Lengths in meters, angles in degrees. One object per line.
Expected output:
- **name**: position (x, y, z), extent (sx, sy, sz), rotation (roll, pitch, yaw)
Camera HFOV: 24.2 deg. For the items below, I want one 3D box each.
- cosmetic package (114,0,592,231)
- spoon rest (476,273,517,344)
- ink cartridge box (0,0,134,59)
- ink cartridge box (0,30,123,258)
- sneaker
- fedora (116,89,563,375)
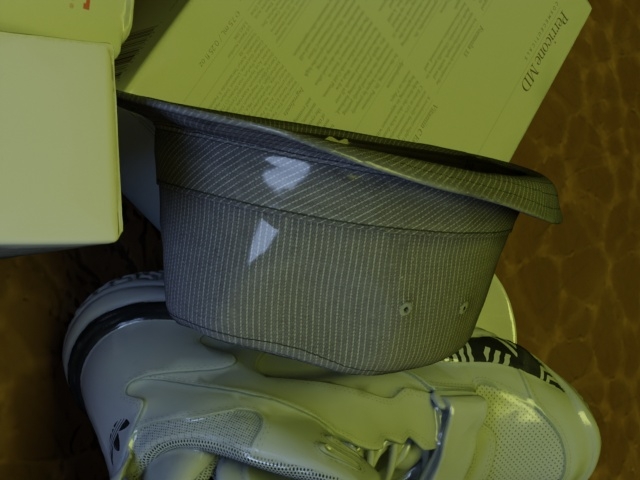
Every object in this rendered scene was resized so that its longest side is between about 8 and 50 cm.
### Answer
- **cosmetic package**: position (0.022, -0.131, 1.059), extent (0.284, 0.097, 0.377), rotation (47, 58, -28)
- **spoon rest**: position (0.083, 0.137, 1.109), extent (0.137, 0.084, 0.276), rotation (33, 67, -37)
- **ink cartridge box**: position (-0.254, -0.224, 0.789), extent (0.307, 0.129, 0.223), rotation (10, 81, -42)
- **ink cartridge box**: position (-0.234, -0.036, 0.725), extent (0.172, 0.237, 0.100), rotation (1, 84, -42)
- **sneaker**: position (0.025, 0.143, 0.908), extent (0.366, 0.210, 0.137), rotation (15, 116, -19)
- **fedora**: position (0.000, 0.000, 0.826), extent (0.275, 0.244, 0.124), rotation (4, 99, -52)
